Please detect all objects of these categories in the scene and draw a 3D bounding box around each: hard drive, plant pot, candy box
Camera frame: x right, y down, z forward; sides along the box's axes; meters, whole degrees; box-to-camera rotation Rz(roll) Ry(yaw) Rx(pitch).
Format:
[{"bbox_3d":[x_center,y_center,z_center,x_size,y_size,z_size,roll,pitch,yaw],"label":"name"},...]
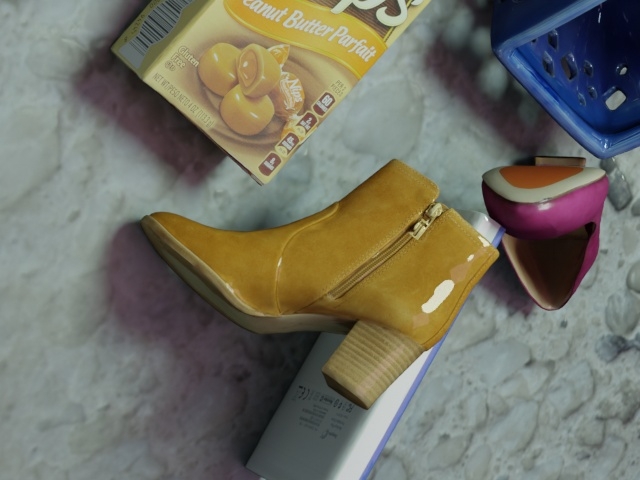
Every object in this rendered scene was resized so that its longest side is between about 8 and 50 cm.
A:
[{"bbox_3d":[0.050,0.112,1.610,0.040,0.210,0.319,33,81,-20],"label":"hard drive"},{"bbox_3d":[0.324,-0.260,1.690,0.236,0.236,0.212,37,40,-40],"label":"plant pot"},{"bbox_3d":[-0.018,-0.229,1.486,0.316,0.087,0.183,-48,130,2],"label":"candy box"}]

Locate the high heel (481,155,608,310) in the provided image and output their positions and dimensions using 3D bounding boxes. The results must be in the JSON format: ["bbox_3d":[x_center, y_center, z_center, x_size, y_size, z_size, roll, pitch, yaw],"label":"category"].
[{"bbox_3d":[0.242,0.009,1.690,0.377,0.127,0.181,-19,110,-71],"label":"high heel"}]

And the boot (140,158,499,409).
[{"bbox_3d":[0.001,0.000,1.515,0.211,0.295,0.104,-52,167,-14],"label":"boot"}]
